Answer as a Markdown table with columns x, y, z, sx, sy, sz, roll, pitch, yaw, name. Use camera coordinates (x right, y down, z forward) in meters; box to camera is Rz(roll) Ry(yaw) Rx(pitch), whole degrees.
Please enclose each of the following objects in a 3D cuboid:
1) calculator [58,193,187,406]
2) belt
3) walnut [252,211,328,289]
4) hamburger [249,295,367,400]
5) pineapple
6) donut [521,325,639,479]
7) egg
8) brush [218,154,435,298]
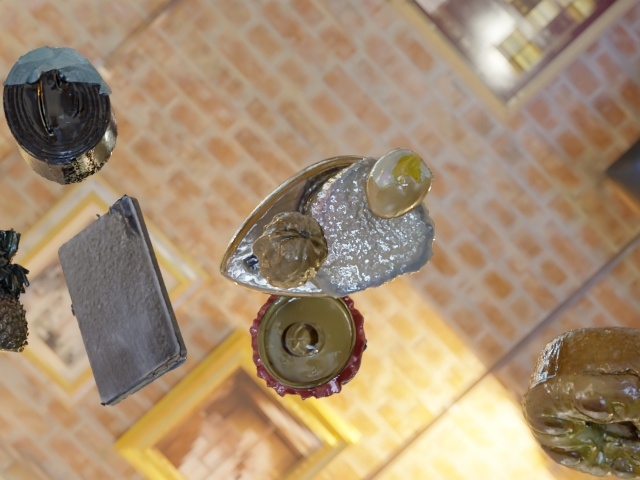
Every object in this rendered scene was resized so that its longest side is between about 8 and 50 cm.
| x | y | z | sx | sy | sz | roll | pitch | yaw | name |
| --- | --- | --- | --- | --- | --- | --- | --- | --- | --- |
| -0.276 | 0.081 | 2.017 | 0.021 | 0.161 | 0.261 | 15 | -131 | -53 | calculator |
| -0.362 | -0.181 | 2.059 | 0.078 | 0.151 | 0.198 | 82 | 167 | -65 | belt |
| -0.034 | 0.011 | 1.604 | 0.082 | 0.079 | 0.096 | 13 | 157 | -17 | walnut |
| -0.013 | 0.146 | 2.100 | 0.175 | 0.175 | 0.137 | 48 | 177 | 13 | hamburger |
| -0.407 | 0.063 | 1.874 | 0.074 | 0.074 | 0.159 | 27 | -117 | -74 | pineapple |
| 0.346 | 0.189 | 1.696 | 0.226 | 0.226 | 0.114 | 43 | -131 | -37 | donut |
| 0.087 | -0.063 | 1.679 | 0.071 | 0.083 | 0.071 | 40 | 178 | 1 | egg |
| 0.000 | 0.000 | 1.825 | 0.166 | 0.267 | 0.174 | -119 | 6 | -82 | brush |
